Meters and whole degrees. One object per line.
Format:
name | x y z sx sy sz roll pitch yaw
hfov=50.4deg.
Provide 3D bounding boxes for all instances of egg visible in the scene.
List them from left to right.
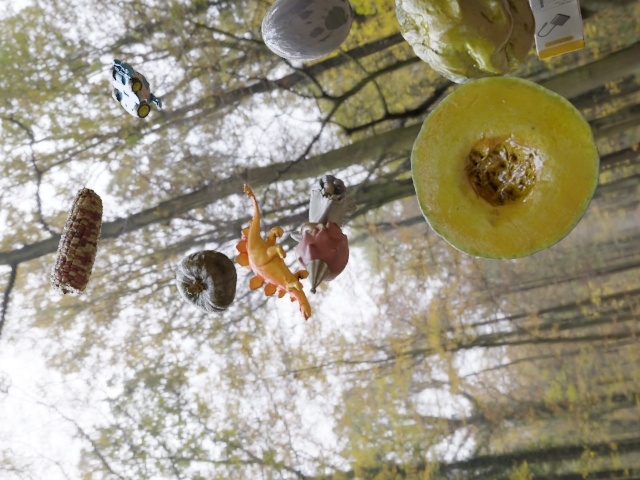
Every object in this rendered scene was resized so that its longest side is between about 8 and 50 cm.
egg | -0.035 -0.530 1.665 0.176 0.231 0.176 55 163 26

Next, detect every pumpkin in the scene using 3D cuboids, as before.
pumpkin | -0.376 0.131 2.216 0.162 0.218 0.219 -36 -71 -56
pumpkin | 0.349 -0.131 1.298 0.199 0.332 0.333 -6 -99 -70

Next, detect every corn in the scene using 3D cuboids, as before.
corn | -0.626 0.000 1.765 0.098 0.098 0.290 37 -128 -53

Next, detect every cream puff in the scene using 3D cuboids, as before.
cream puff | 0.341 -0.544 1.528 0.378 0.275 0.378 22 -137 -21

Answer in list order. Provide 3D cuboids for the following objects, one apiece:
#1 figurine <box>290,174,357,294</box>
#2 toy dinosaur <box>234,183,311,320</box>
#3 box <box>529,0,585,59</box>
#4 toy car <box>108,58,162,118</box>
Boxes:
figurine | 0.000 0.000 1.785 0.207 0.166 0.387 99 -177 -52
toy dinosaur | -0.108 0.036 1.318 0.288 0.117 0.070 59 -154 1
box | 0.654 -0.618 1.886 0.033 0.129 0.247 28 -124 -58
toy car | -0.508 -0.428 1.869 0.098 0.126 0.162 -37 -33 -32
